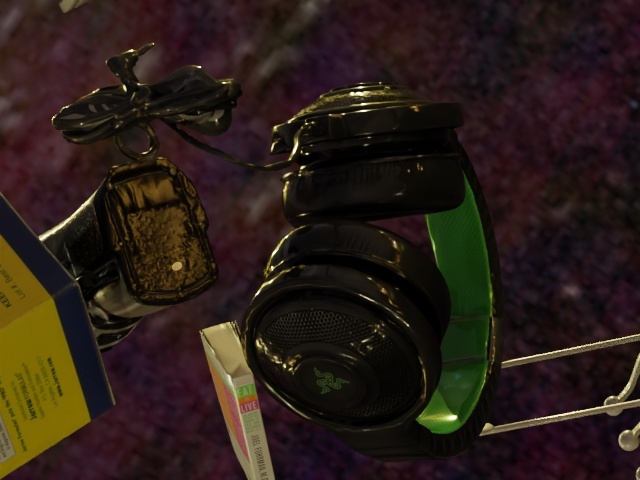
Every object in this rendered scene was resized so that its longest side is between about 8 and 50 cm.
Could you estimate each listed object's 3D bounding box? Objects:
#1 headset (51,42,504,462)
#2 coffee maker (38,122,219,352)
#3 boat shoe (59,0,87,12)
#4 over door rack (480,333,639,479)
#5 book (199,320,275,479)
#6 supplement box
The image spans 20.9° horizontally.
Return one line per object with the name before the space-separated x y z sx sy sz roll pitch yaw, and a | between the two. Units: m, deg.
headset | 0.000 0.000 1.143 0.185 0.394 0.243 -7 61 27
coffee maker | -0.184 -0.001 1.569 0.178 0.120 0.171 -28 56 53
boat shoe | -0.164 -0.229 1.275 0.095 0.079 0.254 -30 12 9
over door rack | 0.271 0.162 1.765 0.239 0.324 0.108 -86 -4 -78
book | -0.071 0.160 1.588 0.035 0.144 0.096 -16 30 -10
supplement box | -0.380 0.120 1.423 0.356 0.195 0.194 -32 57 -19
